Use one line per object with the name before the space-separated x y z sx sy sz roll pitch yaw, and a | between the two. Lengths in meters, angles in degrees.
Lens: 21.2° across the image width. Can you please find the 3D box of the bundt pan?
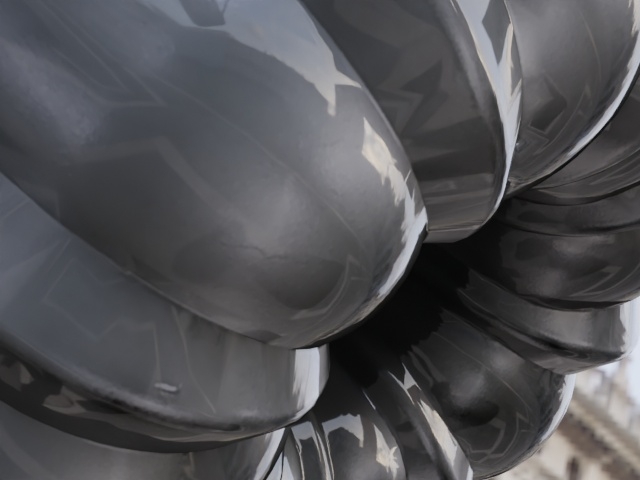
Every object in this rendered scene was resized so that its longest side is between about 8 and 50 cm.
bundt pan | 0.000 0.000 0.470 0.124 0.331 0.331 44 -18 25
